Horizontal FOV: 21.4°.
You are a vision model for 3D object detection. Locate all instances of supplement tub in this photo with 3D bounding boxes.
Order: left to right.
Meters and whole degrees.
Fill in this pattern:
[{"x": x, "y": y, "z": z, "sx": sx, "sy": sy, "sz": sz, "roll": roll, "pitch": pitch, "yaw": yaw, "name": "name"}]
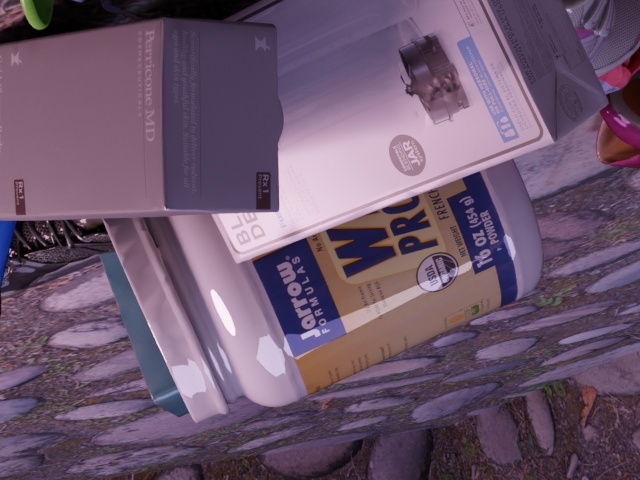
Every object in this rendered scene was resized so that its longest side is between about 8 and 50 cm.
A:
[{"x": 0.000, "y": 0.000, "z": 1.407, "sx": 0.316, "sy": 0.228, "sz": 0.228, "roll": -25, "pitch": 167, "yaw": -5, "name": "supplement tub"}]

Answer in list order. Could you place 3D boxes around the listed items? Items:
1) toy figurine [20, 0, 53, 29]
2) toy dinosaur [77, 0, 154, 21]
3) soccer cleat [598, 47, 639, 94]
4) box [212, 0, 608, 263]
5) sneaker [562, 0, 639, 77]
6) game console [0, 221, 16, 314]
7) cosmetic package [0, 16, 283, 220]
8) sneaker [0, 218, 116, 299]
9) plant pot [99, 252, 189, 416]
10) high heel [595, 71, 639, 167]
[{"x": -0.226, "y": -0.179, "z": 0.847, "sx": 0.159, "sy": 0.130, "sz": 0.173, "roll": -5, "pitch": 144, "yaw": -1, "name": "toy figurine"}, {"x": -0.146, "y": -0.174, "z": 1.105, "sx": 0.090, "sy": 0.047, "sz": 0.082, "roll": 16, "pitch": -175, "yaw": 17, "name": "toy dinosaur"}, {"x": 0.203, "y": -0.143, "z": 1.380, "sx": 0.095, "sy": 0.083, "sz": 0.248, "roll": -17, "pitch": -177, "yaw": 26, "name": "soccer cleat"}, {"x": 0.029, "y": -0.106, "z": 1.161, "sx": 0.290, "sy": 0.169, "sz": 0.087, "roll": -19, "pitch": -170, "yaw": 39, "name": "box"}, {"x": 0.173, "y": -0.178, "z": 1.237, "sx": 0.111, "sy": 0.103, "sz": 0.252, "roll": -24, "pitch": 164, "yaw": 41, "name": "sneaker"}, {"x": -0.404, "y": -0.004, "z": 1.325, "sx": 0.293, "sy": 0.250, "sz": 0.173, "roll": -9, "pitch": 124, "yaw": -22, "name": "game console"}, {"x": -0.137, "y": -0.076, "z": 1.140, "sx": 0.107, "sy": 0.127, "sz": 0.238, "roll": -1, "pitch": 179, "yaw": -40, "name": "cosmetic package"}, {"x": -0.242, "y": -0.016, "z": 1.501, "sx": 0.227, "sy": 0.087, "sz": 0.130, "roll": -16, "pitch": 165, "yaw": -7, "name": "sneaker"}, {"x": -0.074, "y": 0.053, "z": 1.710, "sx": 0.234, "sy": 0.165, "sz": 0.166, "roll": -21, "pitch": 168, "yaw": -1, "name": "plant pot"}, {"x": 0.294, "y": -0.110, "z": 1.696, "sx": 0.117, "sy": 0.082, "sz": 0.244, "roll": -26, "pitch": 173, "yaw": 26, "name": "high heel"}]
